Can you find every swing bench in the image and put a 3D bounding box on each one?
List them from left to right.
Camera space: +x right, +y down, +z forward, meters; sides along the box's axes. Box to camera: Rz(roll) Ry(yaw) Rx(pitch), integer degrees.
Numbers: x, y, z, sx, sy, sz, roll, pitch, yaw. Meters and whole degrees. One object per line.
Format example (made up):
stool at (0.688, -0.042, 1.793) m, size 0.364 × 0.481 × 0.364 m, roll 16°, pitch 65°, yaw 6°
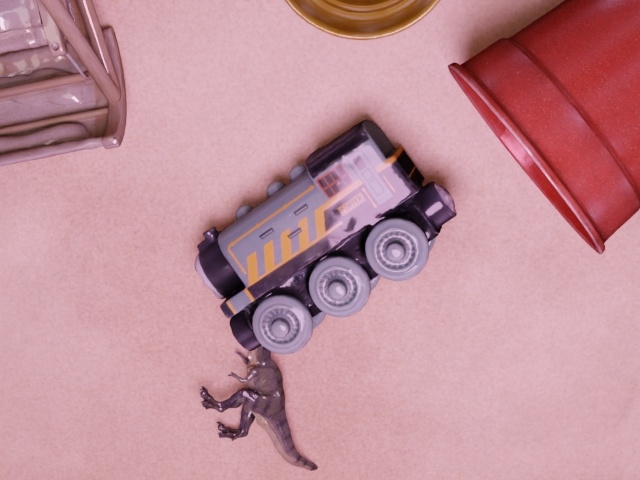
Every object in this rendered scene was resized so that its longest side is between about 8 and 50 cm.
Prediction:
swing bench at (-0.383, -0.221, 1.205) m, size 0.253 × 0.165 × 0.255 m, roll -10°, pitch 135°, yaw 7°

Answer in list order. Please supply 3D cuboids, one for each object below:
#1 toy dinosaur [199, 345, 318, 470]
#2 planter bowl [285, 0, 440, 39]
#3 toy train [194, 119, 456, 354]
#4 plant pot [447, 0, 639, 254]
toy dinosaur at (-0.094, 0.226, 1.423) m, size 0.118 × 0.064 × 0.268 m, roll -15°, pitch 113°, yaw 3°
planter bowl at (0.049, -0.343, 1.173) m, size 0.217 × 0.090 × 0.217 m, roll 2°, pitch 111°, yaw 4°
toy train at (0.000, 0.000, 1.294) m, size 0.334 × 0.142 × 0.190 m, roll -34°, pitch 93°, yaw 17°
plant pot at (0.329, -0.171, 1.145) m, size 0.265 × 0.272 × 0.272 m, roll -38°, pitch 104°, yaw 8°
